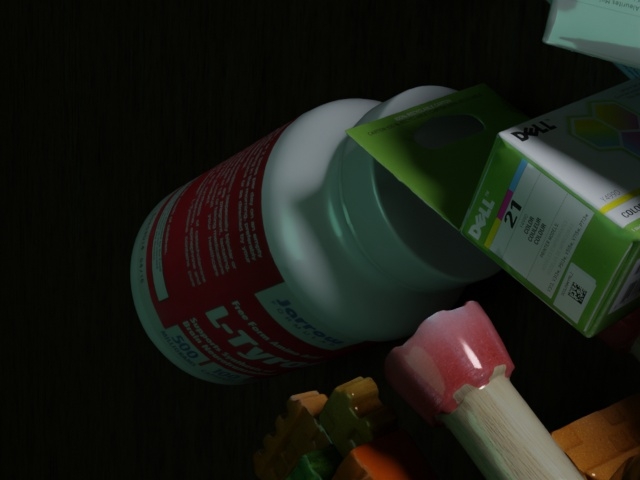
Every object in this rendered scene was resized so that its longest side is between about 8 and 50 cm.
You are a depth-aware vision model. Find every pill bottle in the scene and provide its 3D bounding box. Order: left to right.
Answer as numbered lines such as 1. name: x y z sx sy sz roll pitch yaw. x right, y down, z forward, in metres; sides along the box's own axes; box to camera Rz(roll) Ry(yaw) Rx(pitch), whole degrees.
1. pill bottle: 0.000 0.000 1.203 0.407 0.229 0.229 -24 76 53

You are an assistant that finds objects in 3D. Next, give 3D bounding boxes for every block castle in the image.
1. block castle: 0.105 0.207 1.039 0.213 0.303 0.453 54 136 25

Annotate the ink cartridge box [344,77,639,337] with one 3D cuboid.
1. ink cartridge box: 0.174 -0.067 0.943 0.255 0.189 0.097 42 134 27

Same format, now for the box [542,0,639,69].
1. box: 0.273 -0.168 0.814 0.182 0.181 0.119 22 113 32

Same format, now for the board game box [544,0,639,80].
1. board game box: 0.233 -0.245 1.016 0.281 0.027 0.145 54 136 34
